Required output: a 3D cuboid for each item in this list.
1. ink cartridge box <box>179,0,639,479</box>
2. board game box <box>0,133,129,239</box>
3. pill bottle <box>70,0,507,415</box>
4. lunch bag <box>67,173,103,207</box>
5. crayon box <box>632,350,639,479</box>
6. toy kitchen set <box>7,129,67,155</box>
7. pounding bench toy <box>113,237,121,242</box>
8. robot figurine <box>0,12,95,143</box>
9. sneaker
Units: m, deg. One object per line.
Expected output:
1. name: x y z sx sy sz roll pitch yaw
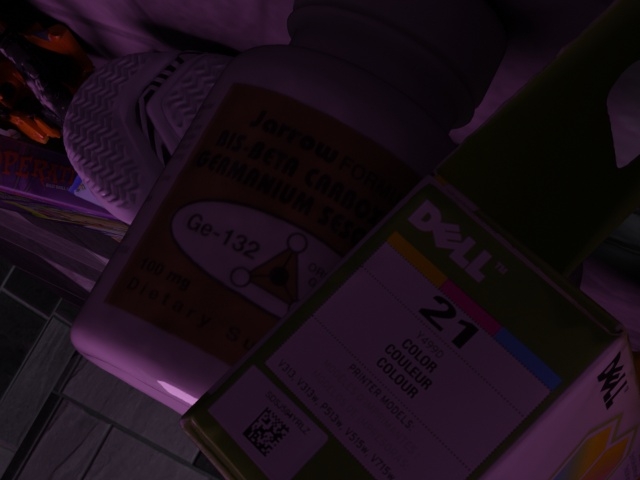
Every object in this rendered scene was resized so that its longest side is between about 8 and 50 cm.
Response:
1. ink cartridge box: 0.094 0.036 0.496 0.097 0.255 0.189 44 176 28
2. board game box: -0.235 -0.043 1.147 0.208 0.056 0.346 12 177 40
3. pill bottle: -0.007 -0.019 0.589 0.131 0.229 0.131 28 168 6
4. lunch bag: -0.110 -0.065 0.972 0.128 0.096 0.151 28 146 -15
5. crayon box: 0.193 0.116 0.749 0.318 0.081 0.202 1 169 -5
6. toy kitchen set: -0.260 -0.121 1.238 0.068 0.075 0.083 -21 -179 26
7. pounding bench toy: -0.214 -0.015 1.494 0.083 0.052 0.065 35 166 -28
8. robot figurine: -0.284 -0.172 0.932 0.211 0.085 0.291 19 164 39
9. sneaker: 0.000 0.000 0.870 0.365 0.137 0.210 22 164 16
